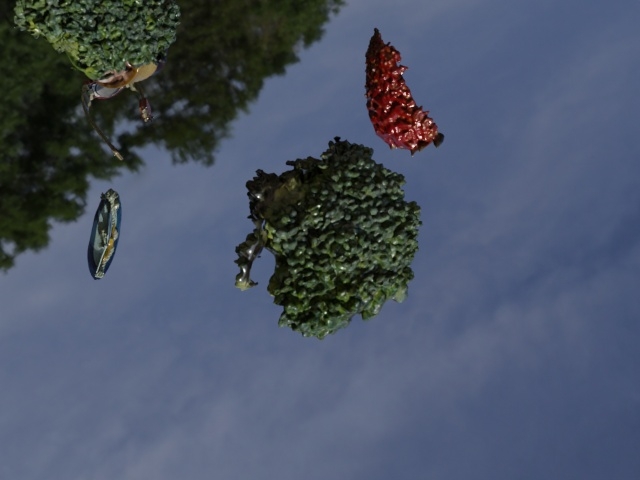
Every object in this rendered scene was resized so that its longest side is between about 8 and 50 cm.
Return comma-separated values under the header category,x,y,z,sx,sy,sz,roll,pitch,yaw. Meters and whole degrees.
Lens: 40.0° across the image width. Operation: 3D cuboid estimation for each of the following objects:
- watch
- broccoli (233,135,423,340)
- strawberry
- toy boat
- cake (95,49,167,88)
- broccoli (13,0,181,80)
category,x,y,z,sx,sy,sz,roll,pitch,yaw
watch,-0.527,-0.339,2.308,0.164,0.102,0.268,-31,-117,-14
broccoli,0.007,-0.002,1.570,0.324,0.334,0.272,-34,-175,-37
strawberry,0.156,-0.338,2.065,0.137,0.306,0.233,-32,-166,4
toy boat,-0.496,-0.018,2.004,0.066,0.221,0.291,10,175,-11
cake,-0.455,-0.426,1.912,0.207,0.185,0.178,-11,-165,25
broccoli,-0.407,-0.412,1.560,0.245,0.288,0.248,16,-111,38
